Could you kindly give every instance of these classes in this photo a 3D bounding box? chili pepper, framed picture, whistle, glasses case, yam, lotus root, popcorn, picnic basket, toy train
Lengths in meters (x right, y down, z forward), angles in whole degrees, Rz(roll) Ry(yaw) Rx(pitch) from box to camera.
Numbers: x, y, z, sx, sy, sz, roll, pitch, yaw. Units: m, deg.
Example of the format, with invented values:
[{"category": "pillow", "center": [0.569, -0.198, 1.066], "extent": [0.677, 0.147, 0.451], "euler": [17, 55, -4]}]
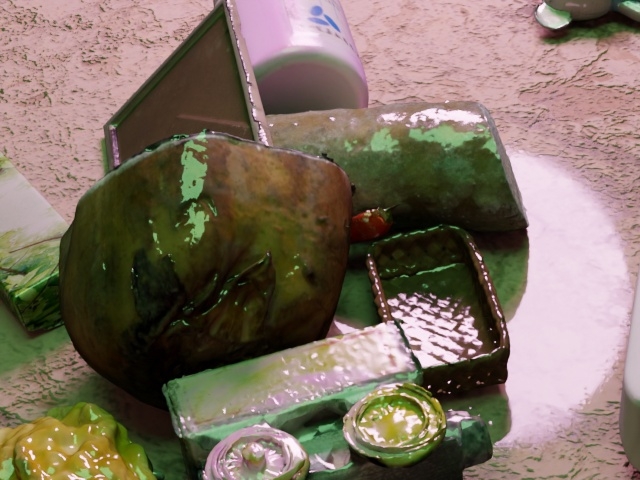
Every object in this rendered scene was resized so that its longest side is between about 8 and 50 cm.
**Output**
[{"category": "chili pepper", "center": [0.000, 0.000, 1.560], "extent": [0.178, 0.027, 0.045], "euler": [-16, -6, 23]}, {"category": "framed picture", "center": [-0.139, -0.098, 1.636], "extent": [0.213, 0.016, 0.289], "euler": [-44, 34, 22]}, {"category": "whistle", "center": [0.355, -0.291, 1.853], "extent": [0.235, 0.077, 0.114], "euler": [-1, 59, 3]}, {"category": "glasses case", "center": [-0.317, -0.012, 1.630], "extent": [0.095, 0.062, 0.272], "euler": [-31, 45, -18]}, {"category": "yam", "center": [0.041, -0.073, 1.606], "extent": [0.330, 0.133, 0.133], "euler": [0, 40, 14]}, {"category": "lotus root", "center": [-0.092, 0.039, 1.415], "extent": [0.272, 0.272, 0.192], "euler": [-8, 52, -1]}, {"category": "popcorn", "center": [-0.205, 0.209, 1.295], "extent": [0.163, 0.140, 0.194], "euler": [-5, 37, -6]}, {"category": "picnic basket", "center": [0.106, 0.066, 1.480], "extent": [0.110, 0.055, 0.193], "euler": [-12, 40, -1]}, {"category": "toy train", "center": [-0.002, 0.169, 1.312], "extent": [0.261, 0.134, 0.177], "euler": [-14, 40, -9]}]

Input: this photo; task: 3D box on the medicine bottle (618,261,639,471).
[{"category": "medicine bottle", "center": [0.359, 0.063, 1.396], "extent": [0.179, 0.124, 0.324], "euler": [6, 43, 13]}]

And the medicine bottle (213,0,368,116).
[{"category": "medicine bottle", "center": [-0.040, -0.210, 1.754], "extent": [0.152, 0.152, 0.254], "euler": [-10, 40, -3]}]
